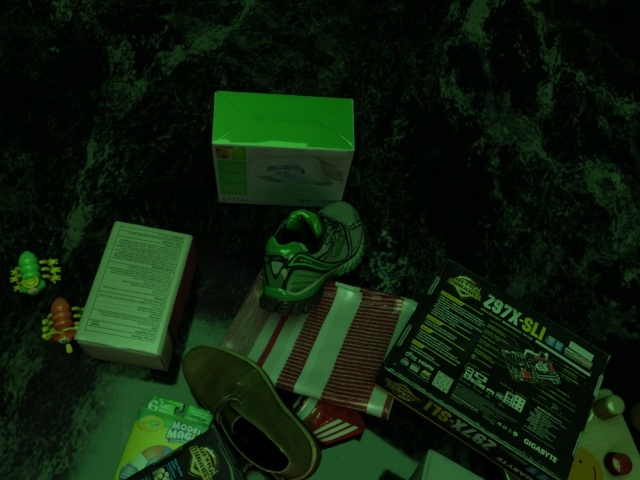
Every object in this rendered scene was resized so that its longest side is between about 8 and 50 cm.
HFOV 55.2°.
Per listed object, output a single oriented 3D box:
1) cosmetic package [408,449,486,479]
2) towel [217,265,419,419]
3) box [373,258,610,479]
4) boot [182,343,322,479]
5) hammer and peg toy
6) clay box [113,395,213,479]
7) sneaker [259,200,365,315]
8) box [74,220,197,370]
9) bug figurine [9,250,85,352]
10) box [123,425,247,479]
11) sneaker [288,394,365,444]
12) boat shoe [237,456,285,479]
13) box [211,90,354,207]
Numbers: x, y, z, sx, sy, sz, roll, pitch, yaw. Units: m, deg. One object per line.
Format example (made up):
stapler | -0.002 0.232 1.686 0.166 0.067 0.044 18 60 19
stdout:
cosmetic package | 0.301 0.542 0.904 0.453 0.230 0.161 29 27 7
towel | -0.003 0.169 1.103 0.329 0.037 0.237 13 53 18
box | 0.288 0.215 1.021 0.322 0.079 0.257 31 55 10
boot | -0.133 0.262 0.985 0.305 0.115 0.112 35 90 30
hammer and peg toy | 0.495 0.403 1.067 0.361 0.127 0.266 -9 66 -11
clay box | -0.271 0.380 1.033 0.127 0.053 0.222 15 65 0
sneaker | 0.000 0.000 1.138 0.134 0.146 0.343 13 28 16
box | -0.326 0.103 1.117 0.148 0.127 0.232 11 64 -1
bug figurine | -0.572 0.134 1.106 0.279 0.072 0.216 -18 68 -14
box | -0.211 0.474 0.878 0.293 0.073 0.295 -30 65 -10
sneaker | 0.044 0.274 1.122 0.128 0.087 0.221 46 61 -8
boat shoe | -0.060 0.506 0.954 0.132 0.130 0.355 -25 70 -17
box | -0.077 -0.175 1.219 0.262 0.231 0.127 3 64 -6
